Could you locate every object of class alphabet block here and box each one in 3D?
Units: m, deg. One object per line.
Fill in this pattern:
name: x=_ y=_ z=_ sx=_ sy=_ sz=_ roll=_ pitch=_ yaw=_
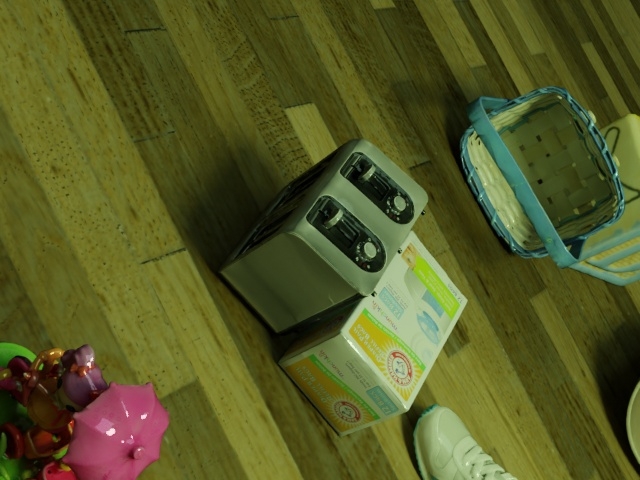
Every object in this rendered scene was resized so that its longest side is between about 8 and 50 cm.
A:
alphabet block: x=0.504 y=-0.061 z=1.472 sx=0.193 sy=0.192 sz=0.197 roll=19 pitch=55 yaw=-40

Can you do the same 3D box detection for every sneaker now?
sneaker: x=0.188 y=0.285 z=1.009 sx=0.087 sy=0.092 sz=0.228 roll=-26 pitch=85 yaw=-48

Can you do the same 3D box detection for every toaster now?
toaster: x=0.000 y=0.000 z=0.937 sx=0.110 sy=0.186 sz=0.168 roll=46 pitch=49 yaw=-12

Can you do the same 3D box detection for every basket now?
basket: x=0.313 y=-0.101 z=1.286 sx=0.254 sy=0.201 sz=0.289 roll=61 pitch=30 yaw=1

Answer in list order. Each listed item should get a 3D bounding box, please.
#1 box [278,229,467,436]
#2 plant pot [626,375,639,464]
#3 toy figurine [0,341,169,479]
box: x=0.062 y=0.100 z=0.982 sx=0.114 sy=0.103 sz=0.203 roll=51 pitch=41 yaw=-9
plant pot: x=0.613 y=0.233 z=1.387 sx=0.256 sy=0.256 sz=0.274 roll=58 pitch=24 yaw=-2
toy figurine: x=-0.183 y=0.132 z=0.667 sx=0.130 sy=0.159 sz=0.173 roll=-12 pitch=75 yaw=-49
